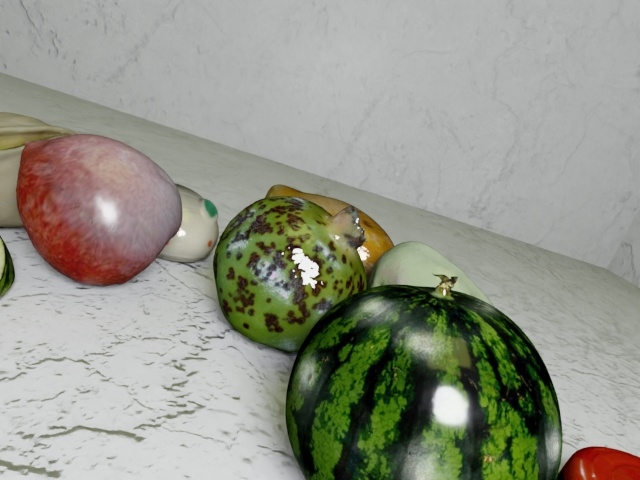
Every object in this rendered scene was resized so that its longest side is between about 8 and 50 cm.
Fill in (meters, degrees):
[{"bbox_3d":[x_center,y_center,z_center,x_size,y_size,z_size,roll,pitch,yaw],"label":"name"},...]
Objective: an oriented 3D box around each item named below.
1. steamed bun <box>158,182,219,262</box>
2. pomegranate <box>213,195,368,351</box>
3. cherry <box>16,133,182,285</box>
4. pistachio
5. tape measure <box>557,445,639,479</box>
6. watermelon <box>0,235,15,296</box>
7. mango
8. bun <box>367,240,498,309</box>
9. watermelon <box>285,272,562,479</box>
[{"bbox_3d":[-0.302,-0.047,0.903,0.177,0.131,0.228,8,17,-34],"label":"steamed bun"},{"bbox_3d":[-0.036,0.044,0.692,0.254,0.270,0.254,48,22,-27],"label":"pomegranate"},{"bbox_3d":[-0.343,-0.060,0.682,0.205,0.240,0.239,3,7,31],"label":"cherry"},{"bbox_3d":[-0.539,-0.123,0.751,0.208,0.226,0.332,60,8,-2],"label":"pistachio"},{"bbox_3d":[0.351,0.331,0.434,0.253,0.114,0.260,16,17,-12],"label":"tape measure"},{"bbox_3d":[-0.513,0.019,0.599,0.245,0.063,0.119,28,36,12],"label":"watermelon"},{"bbox_3d":[0.000,0.000,0.930,0.384,0.199,0.221,38,-10,31],"label":"mango"},{"bbox_3d":[0.160,0.146,0.677,0.283,0.179,0.283,52,-7,10],"label":"bun"},{"bbox_3d":[0.098,0.169,0.437,0.268,0.269,0.269,17,16,-5],"label":"watermelon"}]
